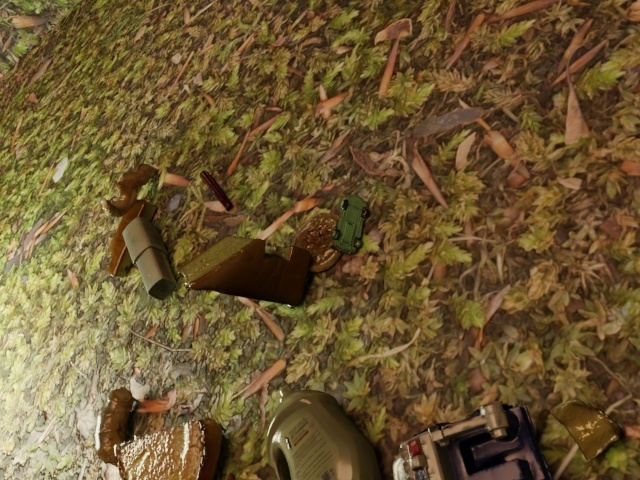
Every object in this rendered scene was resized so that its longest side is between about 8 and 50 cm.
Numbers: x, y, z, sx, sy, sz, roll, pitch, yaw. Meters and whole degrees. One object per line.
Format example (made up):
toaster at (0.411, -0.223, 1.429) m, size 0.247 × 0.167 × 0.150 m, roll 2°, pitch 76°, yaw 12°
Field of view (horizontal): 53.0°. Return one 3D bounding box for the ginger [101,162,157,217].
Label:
ginger at (-0.535, -0.146, 1.782) m, size 0.089 × 0.075 × 0.288 m, roll 12°, pitch 36°, yaw 7°

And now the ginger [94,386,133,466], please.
ginger at (-0.470, 0.424, 1.461) m, size 0.095 × 0.069 × 0.190 m, roll -16°, pitch 53°, yaw 7°

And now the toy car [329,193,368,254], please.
toy car at (0.057, -0.034, 1.285) m, size 0.035 × 0.059 × 0.122 m, roll -35°, pitch 38°, yaw 62°

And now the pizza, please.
pizza at (-0.313, 0.497, 1.281) m, size 0.287 × 0.074 × 0.251 m, roll -21°, pitch 54°, yaw 32°

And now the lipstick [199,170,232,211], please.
lipstick at (-0.265, -0.127, 1.635) m, size 0.027 × 0.027 × 0.176 m, roll -49°, pitch 46°, yaw 7°

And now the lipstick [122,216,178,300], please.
lipstick at (-0.434, 0.045, 1.642) m, size 0.077 × 0.079 × 0.253 m, roll -45°, pitch 47°, yaw 9°

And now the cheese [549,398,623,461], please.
cheese at (0.361, 0.250, 0.873) m, size 0.060 × 0.041 × 0.084 m, roll -51°, pitch 55°, yaw 16°

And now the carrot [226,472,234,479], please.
carrot at (-0.182, 0.507, 1.195) m, size 0.035 × 0.035 × 0.142 m, roll -7°, pitch 55°, yaw 38°

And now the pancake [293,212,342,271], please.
pancake at (0.000, 0.000, 1.336) m, size 0.139 × 0.022 × 0.140 m, roll -20°, pitch 55°, yaw 30°

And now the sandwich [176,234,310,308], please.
sandwich at (-0.153, 0.053, 1.281) m, size 0.122 × 0.235 × 0.128 m, roll 12°, pitch 89°, yaw 54°

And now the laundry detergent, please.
laundry detergent at (-0.014, 0.354, 1.097) m, size 0.181 × 0.091 × 0.253 m, roll -50°, pitch 44°, yaw 14°

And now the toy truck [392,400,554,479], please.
toy truck at (0.197, 0.308, 0.883) m, size 0.213 × 0.177 × 0.161 m, roll -30°, pitch 51°, yaw 23°

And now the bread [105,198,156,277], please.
bread at (-0.533, -0.005, 1.776) m, size 0.088 × 0.049 × 0.226 m, roll 10°, pitch 74°, yaw 42°
